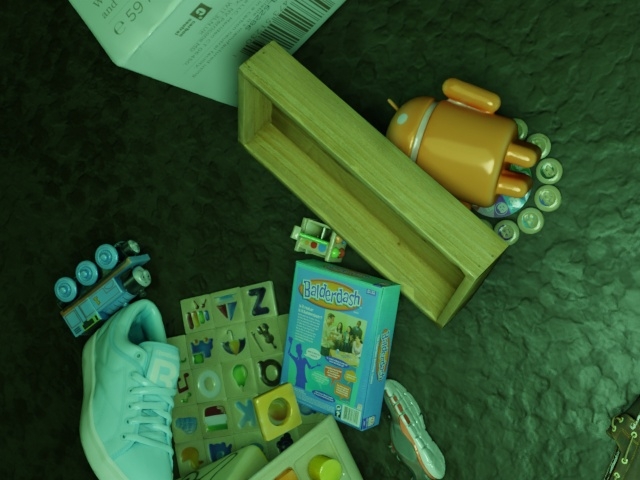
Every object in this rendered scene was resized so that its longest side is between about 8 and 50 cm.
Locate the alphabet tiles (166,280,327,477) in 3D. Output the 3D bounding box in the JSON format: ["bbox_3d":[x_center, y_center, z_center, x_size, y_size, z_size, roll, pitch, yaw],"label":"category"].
[{"bbox_3d":[-0.121,0.246,1.422,0.285,0.011,0.342,-14,83,23],"label":"alphabet tiles"}]

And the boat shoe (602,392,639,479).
[{"bbox_3d":[0.402,0.257,1.151,0.073,0.073,0.207,13,94,22],"label":"boat shoe"}]

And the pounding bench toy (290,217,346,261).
[{"bbox_3d":[0.000,0.000,1.333,0.065,0.083,0.052,19,96,24],"label":"pounding bench toy"}]

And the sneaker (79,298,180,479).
[{"bbox_3d":[-0.274,0.229,1.355,0.150,0.135,0.366,-49,43,21],"label":"sneaker"}]

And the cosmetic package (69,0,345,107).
[{"bbox_3d":[-0.194,-0.461,1.300,0.329,0.327,0.393,-43,72,17],"label":"cosmetic package"}]

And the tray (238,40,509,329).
[{"bbox_3d":[0.055,-0.072,1.224,0.411,0.203,0.076,44,70,13],"label":"tray"}]

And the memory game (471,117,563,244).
[{"bbox_3d":[0.247,-0.083,1.263,0.186,0.012,0.186,0,89,24],"label":"memory game"}]

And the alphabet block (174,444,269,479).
[{"bbox_3d":[-0.146,0.447,1.299,0.192,0.197,0.193,-28,98,21],"label":"alphabet block"}]

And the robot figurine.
[{"bbox_3d":[0.180,-0.118,1.210,0.219,0.158,0.128,19,57,16],"label":"robot figurine"}]

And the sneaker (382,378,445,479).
[{"bbox_3d":[0.116,0.278,1.289,0.065,0.061,0.158,-34,74,28],"label":"sneaker"}]

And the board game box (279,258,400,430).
[{"bbox_3d":[0.024,0.146,1.297,0.160,0.047,0.210,16,104,36],"label":"board game box"}]

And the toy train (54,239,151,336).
[{"bbox_3d":[-0.359,0.078,1.500,0.184,0.080,0.105,-36,84,17],"label":"toy train"}]

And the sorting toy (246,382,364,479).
[{"bbox_3d":[-0.008,0.363,1.229,0.047,0.196,0.347,-4,116,52],"label":"sorting toy"}]
